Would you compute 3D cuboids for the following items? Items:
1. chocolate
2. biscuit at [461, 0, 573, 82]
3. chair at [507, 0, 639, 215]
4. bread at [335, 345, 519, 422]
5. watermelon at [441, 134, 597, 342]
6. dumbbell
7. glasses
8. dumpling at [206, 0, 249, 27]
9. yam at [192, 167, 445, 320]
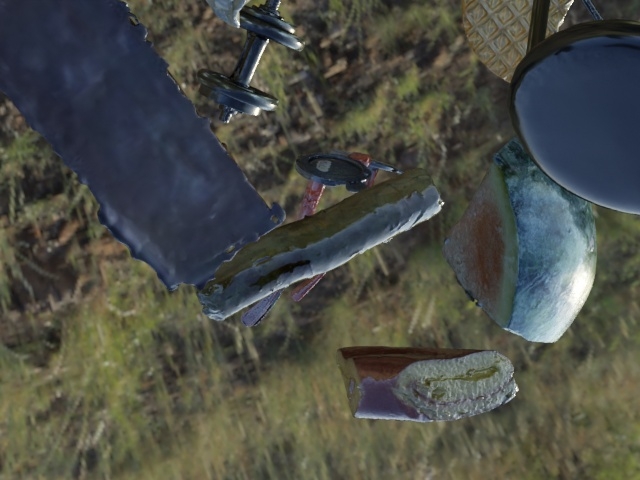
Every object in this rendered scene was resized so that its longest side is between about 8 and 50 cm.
[{"bbox_3d":[-0.155,-0.109,0.730,0.112,0.112,0.321,-34,128,3],"label":"chocolate"},{"bbox_3d":[0.363,-0.449,1.862,0.040,0.205,0.308,-43,154,-69],"label":"biscuit"},{"bbox_3d":[0.461,-0.275,1.343,0.362,0.410,0.364,-10,129,48],"label":"chair"},{"bbox_3d":[0.080,0.140,0.987,0.192,0.067,0.119,-2,-179,31],"label":"bread"},{"bbox_3d":[0.317,-0.001,1.726,0.228,0.387,0.258,-21,-163,-36],"label":"watermelon"},{"bbox_3d":[-0.150,-0.387,2.180,0.192,0.192,0.289,13,104,-49],"label":"dumbbell"},{"bbox_3d":[0.011,-0.001,1.432,0.234,0.118,0.268,-27,138,-67],"label":"glasses"},{"bbox_3d":[-0.153,-0.462,1.742,0.108,0.188,0.127,-10,178,-27],"label":"dumpling"},{"bbox_3d":[0.000,0.000,1.159,0.317,0.071,0.067,-26,161,-17],"label":"yam"}]
